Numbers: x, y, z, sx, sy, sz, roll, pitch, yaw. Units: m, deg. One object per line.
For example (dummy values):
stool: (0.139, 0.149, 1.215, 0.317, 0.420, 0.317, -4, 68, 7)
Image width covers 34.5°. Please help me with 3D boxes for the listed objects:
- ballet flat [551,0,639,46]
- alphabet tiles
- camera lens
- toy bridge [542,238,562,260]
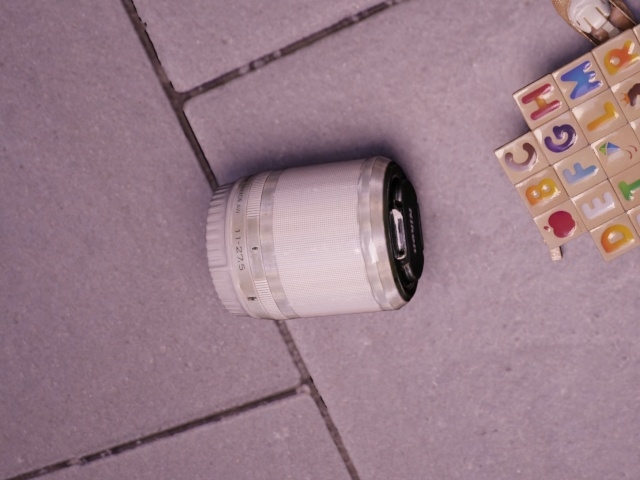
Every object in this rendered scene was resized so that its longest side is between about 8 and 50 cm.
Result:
ballet flat: (0.387, -0.281, 1.369, 0.206, 0.067, 0.073, 40, 113, 1)
alphabet tiles: (0.422, -0.134, 1.376, 0.343, 0.011, 0.285, -29, 111, 13)
camera lens: (0.000, 0.000, 1.480, 0.274, 0.219, 0.219, -6, 105, 17)
toy bridge: (0.410, -0.018, 1.468, 0.188, 0.026, 0.063, -11, 101, 18)
